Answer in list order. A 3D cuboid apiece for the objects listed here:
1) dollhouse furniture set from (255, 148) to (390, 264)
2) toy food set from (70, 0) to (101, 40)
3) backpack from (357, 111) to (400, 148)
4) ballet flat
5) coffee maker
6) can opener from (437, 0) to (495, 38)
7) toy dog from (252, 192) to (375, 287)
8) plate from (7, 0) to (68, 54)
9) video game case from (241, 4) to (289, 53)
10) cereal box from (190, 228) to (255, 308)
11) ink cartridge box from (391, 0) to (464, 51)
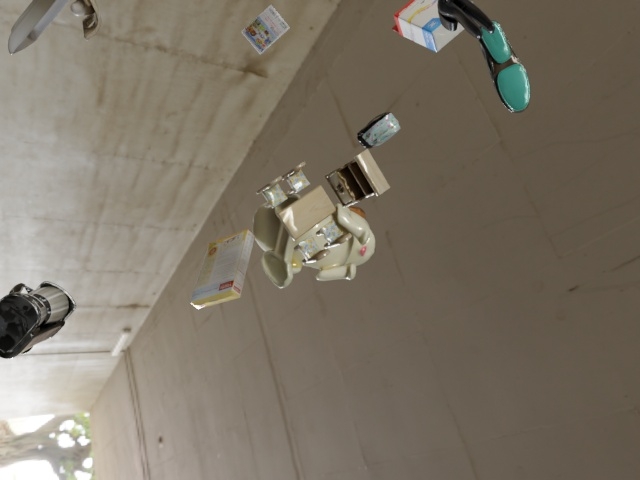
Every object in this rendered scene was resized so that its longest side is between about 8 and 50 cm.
[{"bbox_3d":[0.016,-0.097,1.172,0.212,0.242,0.161,58,-29,-8],"label":"dollhouse furniture set"},{"bbox_3d":[-0.602,-0.629,1.115,0.219,0.092,0.306,54,-15,50],"label":"toy food set"},{"bbox_3d":[0.269,-0.499,2.237,0.182,0.115,0.152,-34,-168,28],"label":"backpack"},{"bbox_3d":[0.536,-0.504,1.440,0.096,0.095,0.280,-34,104,-79],"label":"ballet flat"},{"bbox_3d":[-0.610,0.178,1.015,0.178,0.120,0.171,-163,-90,-84],"label":"coffee maker"},{"bbox_3d":[0.289,-0.448,0.980,0.059,0.073,0.186,-32,-137,5],"label":"can opener"},{"bbox_3d":[0.000,0.000,1.656,0.395,0.408,0.284,15,-82,55],"label":"toy dog"},{"bbox_3d":[-0.747,-0.642,1.351,0.277,0.045,0.278,-44,-149,10],"label":"plate"},{"bbox_3d":[-0.167,-0.643,1.506,0.122,0.087,0.011,-42,-168,-1],"label":"video game case"},{"bbox_3d":[-0.303,0.088,1.541,0.173,0.047,0.240,-18,-135,28],"label":"cereal box"},{"bbox_3d":[0.327,-0.691,1.532,0.134,0.078,0.231,-41,-130,-2],"label":"ink cartridge box"}]
